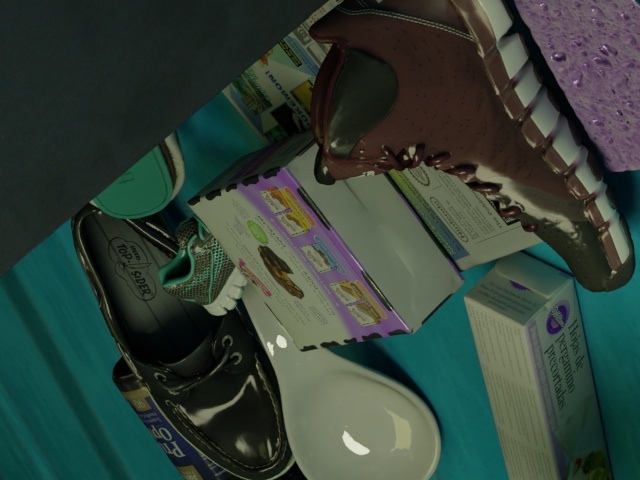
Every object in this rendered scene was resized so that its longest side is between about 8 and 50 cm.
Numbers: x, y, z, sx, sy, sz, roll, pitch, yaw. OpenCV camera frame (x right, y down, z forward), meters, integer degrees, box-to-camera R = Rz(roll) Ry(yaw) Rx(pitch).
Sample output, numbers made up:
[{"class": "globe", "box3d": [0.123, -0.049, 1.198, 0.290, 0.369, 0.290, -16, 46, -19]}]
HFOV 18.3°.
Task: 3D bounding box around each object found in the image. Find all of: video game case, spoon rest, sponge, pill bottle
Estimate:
[{"class": "video game case", "box3d": [0.024, -0.112, 1.517, 0.329, 0.036, 0.300, 51, 156, -7]}, {"class": "spoon rest", "box3d": [0.005, 0.127, 1.807, 0.276, 0.137, 0.084, 57, -162, -12]}, {"class": "sponge", "box3d": [0.177, -0.134, 1.235, 0.117, 0.031, 0.210, 2, 128, 58]}, {"class": "pill bottle", "box3d": [-0.109, 0.191, 2.069, 0.219, 0.123, 0.123, 56, 154, -15]}]

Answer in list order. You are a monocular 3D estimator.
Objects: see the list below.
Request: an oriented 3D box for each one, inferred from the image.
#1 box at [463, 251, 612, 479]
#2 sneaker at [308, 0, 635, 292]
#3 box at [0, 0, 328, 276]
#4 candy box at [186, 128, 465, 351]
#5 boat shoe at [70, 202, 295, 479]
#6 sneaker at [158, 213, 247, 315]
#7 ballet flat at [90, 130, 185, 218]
[{"class": "box", "box3d": [0.183, 0.148, 1.596, 0.067, 0.063, 0.324, 26, 147, 38]}, {"class": "sneaker", "box3d": [0.083, -0.054, 1.321, 0.281, 0.162, 0.106, 58, 177, -17]}, {"class": "box", "box3d": [-0.258, -0.275, 1.210, 0.472, 0.480, 0.297, 34, 153, 30]}, {"class": "candy box", "box3d": [0.000, 0.000, 1.592, 0.165, 0.070, 0.196, 53, 155, -11]}, {"class": "boat shoe", "box3d": [-0.134, 0.092, 1.924, 0.340, 0.127, 0.113, 63, -176, -1]}, {"class": "sneaker", "box3d": [-0.087, -0.007, 1.729, 0.166, 0.076, 0.065, -63, 32, 25]}, {"class": "ballet flat", "box3d": [-0.204, -0.193, 1.670, 0.139, 0.139, 0.400, 29, 149, 37]}]
